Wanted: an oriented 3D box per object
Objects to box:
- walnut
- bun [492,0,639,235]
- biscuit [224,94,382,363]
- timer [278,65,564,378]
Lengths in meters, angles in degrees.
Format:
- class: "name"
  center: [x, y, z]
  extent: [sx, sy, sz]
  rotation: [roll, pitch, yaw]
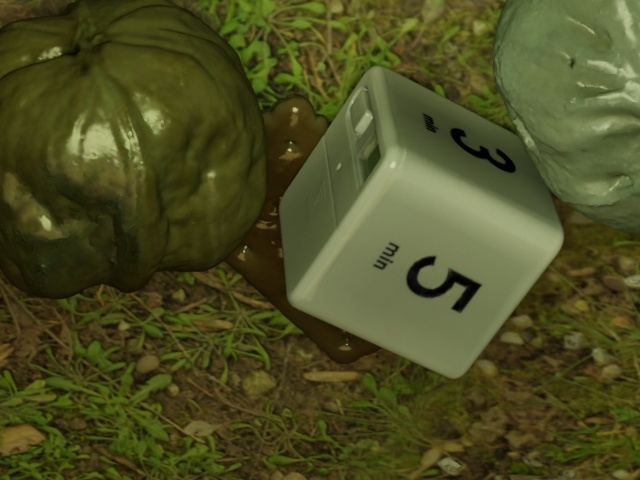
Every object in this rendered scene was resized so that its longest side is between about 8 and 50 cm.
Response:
- class: "walnut"
  center: [-0.198, -0.084, 1.742]
  extent: [0.253, 0.282, 0.277]
  rotation: [32, 136, 38]
- class: "bun"
  center: [0.326, -0.150, 1.590]
  extent: [0.354, 0.194, 0.354]
  rotation: [-1, 109, -4]
- class: "biscuit"
  center: [0.000, 0.000, 1.936]
  extent: [0.217, 0.044, 0.325]
  rotation: [-29, 122, 28]
- class: "timer"
  center: [0.091, -0.018, 1.772]
  extent: [0.195, 0.192, 0.194]
  rotation: [26, 117, -19]
